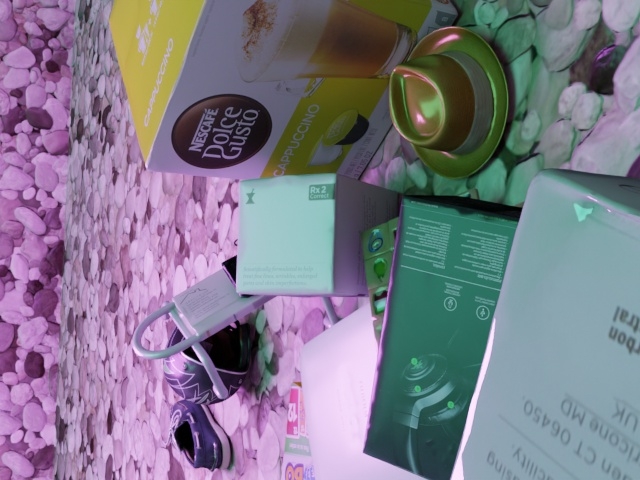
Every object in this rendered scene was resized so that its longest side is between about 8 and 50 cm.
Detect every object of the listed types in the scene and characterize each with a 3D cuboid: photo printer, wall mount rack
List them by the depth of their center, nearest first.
[{"bbox_3d":[0.092,0.203,1.096,0.307,0.107,0.256,-39,54,53],"label":"photo printer"},{"bbox_3d":[-0.135,0.094,1.382,0.304,0.350,0.130,41,157,52],"label":"wall mount rack"}]

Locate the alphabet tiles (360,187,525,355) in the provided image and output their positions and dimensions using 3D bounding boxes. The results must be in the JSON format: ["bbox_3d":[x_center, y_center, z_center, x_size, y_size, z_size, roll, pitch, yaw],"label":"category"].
[{"bbox_3d":[0.157,0.039,0.977,0.237,0.009,0.198,-21,59,27],"label":"alphabet tiles"}]

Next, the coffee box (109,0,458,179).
[{"bbox_3d":[-0.079,-0.313,1.225,0.338,0.334,0.338,-59,39,40],"label":"coffee box"}]

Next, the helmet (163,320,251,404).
[{"bbox_3d":[-0.207,0.217,1.574,0.169,0.169,0.162,-34,42,55],"label":"helmet"}]

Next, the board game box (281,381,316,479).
[{"bbox_3d":[-0.020,0.363,1.357,0.124,0.039,0.260,16,103,61],"label":"board game box"}]

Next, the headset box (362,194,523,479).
[{"bbox_3d":[0.189,0.115,0.822,0.246,0.131,0.283,13,99,34],"label":"headset box"}]

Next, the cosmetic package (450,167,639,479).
[{"bbox_3d":[0.308,0.171,0.421,0.329,0.393,0.328,34,117,57],"label":"cosmetic package"}]

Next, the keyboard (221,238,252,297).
[{"bbox_3d":[-0.053,0.016,1.315,0.100,0.192,0.038,55,165,31],"label":"keyboard"}]

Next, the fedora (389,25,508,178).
[{"bbox_3d":[0.139,-0.168,1.060,0.194,0.079,0.194,7,99,54],"label":"fedora"}]

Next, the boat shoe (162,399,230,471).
[{"bbox_3d":[-0.260,0.385,1.731,0.254,0.079,0.095,34,117,57],"label":"boat shoe"}]

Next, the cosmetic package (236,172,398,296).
[{"bbox_3d":[0.000,0.000,1.158,0.151,0.183,0.152,-2,84,31],"label":"cosmetic package"}]
